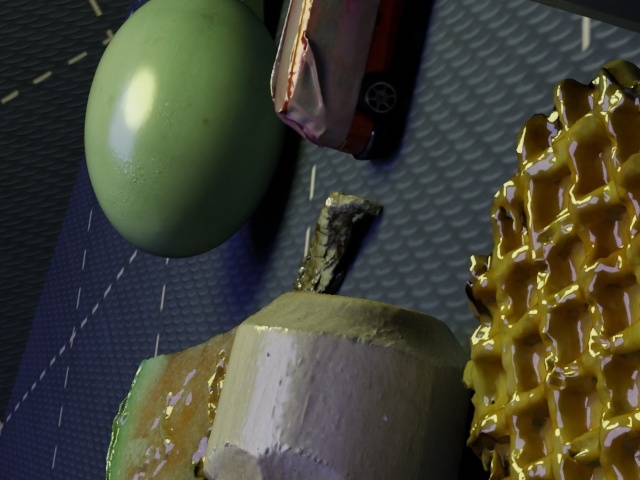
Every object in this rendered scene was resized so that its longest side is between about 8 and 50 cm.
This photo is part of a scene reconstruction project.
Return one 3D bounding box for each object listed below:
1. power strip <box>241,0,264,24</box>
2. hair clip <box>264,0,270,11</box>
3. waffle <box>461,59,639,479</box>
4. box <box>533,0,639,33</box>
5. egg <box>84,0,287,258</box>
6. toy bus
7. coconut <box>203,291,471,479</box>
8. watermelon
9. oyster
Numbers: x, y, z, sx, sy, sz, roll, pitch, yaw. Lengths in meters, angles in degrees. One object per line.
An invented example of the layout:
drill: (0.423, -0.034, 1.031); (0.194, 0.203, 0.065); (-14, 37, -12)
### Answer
power strip: (-0.156, -0.367, 2.631); (0.193, 0.059, 0.265); (14, 109, 55)
hair clip: (-0.076, -0.439, 2.619); (0.257, 0.075, 0.146); (-36, 45, 54)
waffle: (0.218, 0.062, 1.305); (0.382, 0.095, 0.380); (-121, 47, -62)
box: (0.230, -0.283, 1.296); (0.117, 0.225, 0.225); (-94, 24, -43)
egg: (-0.183, -0.164, 2.390); (0.276, 0.276, 0.389); (149, 134, -66)
toy bus: (0.038, -0.252, 2.008); (0.127, 0.147, 0.303); (-179, 103, -78)
coconut: (0.018, 0.184, 1.598); (0.237, 0.237, 0.266); (174, 113, -71)
watermelon: (-0.125, 0.259, 2.159); (0.302, 0.151, 0.264); (-25, 48, 46)
oyster: (0.003, 0.002, 2.052); (0.106, 0.061, 0.200); (-100, 29, -53)
